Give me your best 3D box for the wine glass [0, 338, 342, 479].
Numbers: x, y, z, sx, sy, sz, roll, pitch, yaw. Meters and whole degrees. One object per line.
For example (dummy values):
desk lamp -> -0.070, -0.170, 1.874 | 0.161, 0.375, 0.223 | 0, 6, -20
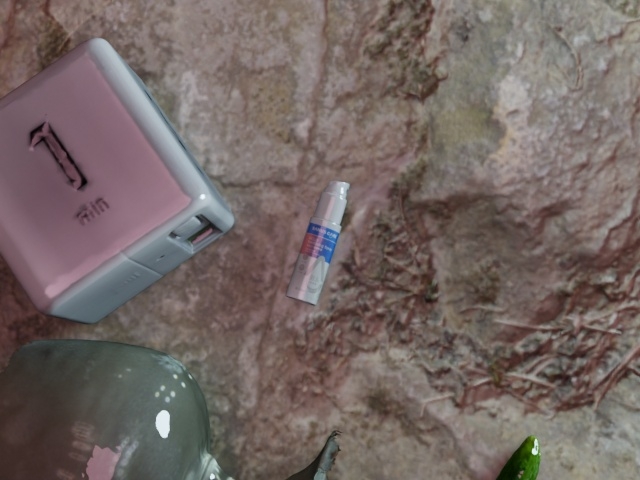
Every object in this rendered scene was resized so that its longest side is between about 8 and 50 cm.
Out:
wine glass -> -0.156, 0.225, 1.293 | 0.323, 0.238, 0.238 | 18, 85, 7

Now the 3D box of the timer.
timer -> -0.222, -0.051, 1.346 | 0.194, 0.192, 0.195 | -36, 82, 0

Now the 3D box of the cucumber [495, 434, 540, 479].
cucumber -> 0.171, 0.266, 1.354 | 0.039, 0.039, 0.168 | 34, 85, 8

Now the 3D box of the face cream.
face cream -> 0.000, 0.000, 1.402 | 0.034, 0.034, 0.130 | 18, 84, 7
